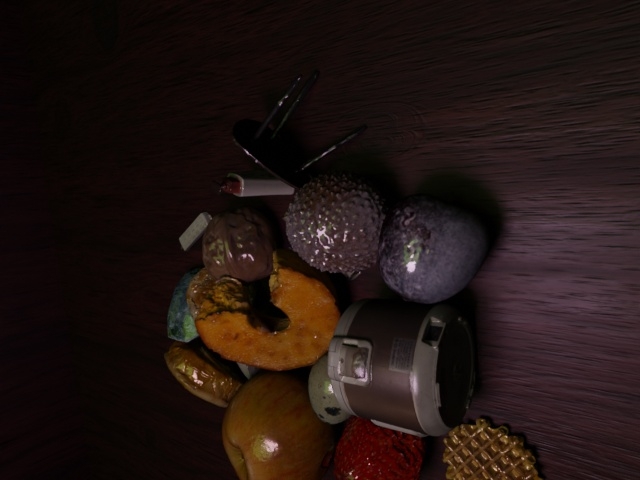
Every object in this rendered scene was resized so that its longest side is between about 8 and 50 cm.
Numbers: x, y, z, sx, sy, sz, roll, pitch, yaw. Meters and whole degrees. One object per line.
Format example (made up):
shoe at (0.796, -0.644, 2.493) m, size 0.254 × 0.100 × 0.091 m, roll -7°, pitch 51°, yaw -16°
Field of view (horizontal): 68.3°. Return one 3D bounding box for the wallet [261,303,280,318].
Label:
wallet at (-0.147, 0.347, 1.661) m, size 0.124 × 0.042 × 0.230 m, roll -44°, pitch 69°, yaw 42°

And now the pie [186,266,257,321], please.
pie at (-0.359, 0.195, 1.690) m, size 0.274 × 0.274 × 0.055 m, roll 36°, pitch 161°, yaw 28°

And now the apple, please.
apple at (-0.142, 0.626, 1.525) m, size 0.400 × 0.333 × 0.401 m, roll 7°, pitch 102°, yaw 37°

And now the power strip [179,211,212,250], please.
power strip at (-0.506, -0.028, 1.883) m, size 0.252 × 0.027 × 0.060 m, roll -40°, pitch 74°, yaw 36°

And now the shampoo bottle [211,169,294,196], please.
shampoo bottle at (-0.228, -0.173, 1.470) m, size 0.153 × 0.284 × 0.071 m, roll 24°, pitch 115°, yaw 35°

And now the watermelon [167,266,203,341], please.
watermelon at (-0.420, 0.253, 1.827) m, size 0.289 × 0.214 × 0.320 m, roll -2°, pitch 56°, yaw 8°

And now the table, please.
table at (-0.065, -0.347, 1.361) m, size 0.249 × 0.317 × 0.317 m, roll -44°, pitch 71°, yaw 22°

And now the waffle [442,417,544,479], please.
waffle at (0.443, 0.591, 1.231) m, size 0.253 × 0.056 × 0.249 m, roll 11°, pitch 106°, yaw 35°

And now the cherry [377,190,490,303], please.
cherry at (0.267, 0.011, 1.136) m, size 0.254 × 0.218 × 0.297 m, roll 23°, pitch 87°, yaw -3°

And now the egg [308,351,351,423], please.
egg at (0.048, 0.434, 1.388) m, size 0.177 × 0.177 × 0.228 m, roll 24°, pitch 105°, yaw 33°

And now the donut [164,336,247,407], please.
donut at (-0.431, 0.475, 1.773) m, size 0.330 × 0.330 × 0.160 m, roll 31°, pitch 91°, yaw 30°

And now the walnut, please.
walnut at (-0.266, 0.022, 1.572) m, size 0.273 × 0.273 × 0.227 m, roll 63°, pitch 159°, yaw 10°

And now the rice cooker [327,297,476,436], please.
rice cooker at (0.194, 0.311, 1.199) m, size 0.325 × 0.335 × 0.336 m, roll 0°, pitch 99°, yaw 37°

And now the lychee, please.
lychee at (0.053, -0.046, 1.278) m, size 0.299 × 0.300 × 0.300 m, roll 9°, pitch 104°, yaw 37°

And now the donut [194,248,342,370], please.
donut at (-0.136, 0.225, 1.458) m, size 0.434 × 0.164 × 0.378 m, roll -26°, pitch 118°, yaw 17°

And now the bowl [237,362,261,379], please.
bowl at (-0.255, 0.379, 1.685) m, size 0.211 × 0.112 × 0.212 m, roll 44°, pitch 150°, yaw 34°

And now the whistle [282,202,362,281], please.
whistle at (0.001, 0.000, 1.466) m, size 0.326 × 0.057 × 0.068 m, roll 44°, pitch 121°, yaw 24°

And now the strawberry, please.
strawberry at (0.160, 0.593, 1.307) m, size 0.238 × 0.288 × 0.250 m, roll -47°, pitch 62°, yaw 40°
